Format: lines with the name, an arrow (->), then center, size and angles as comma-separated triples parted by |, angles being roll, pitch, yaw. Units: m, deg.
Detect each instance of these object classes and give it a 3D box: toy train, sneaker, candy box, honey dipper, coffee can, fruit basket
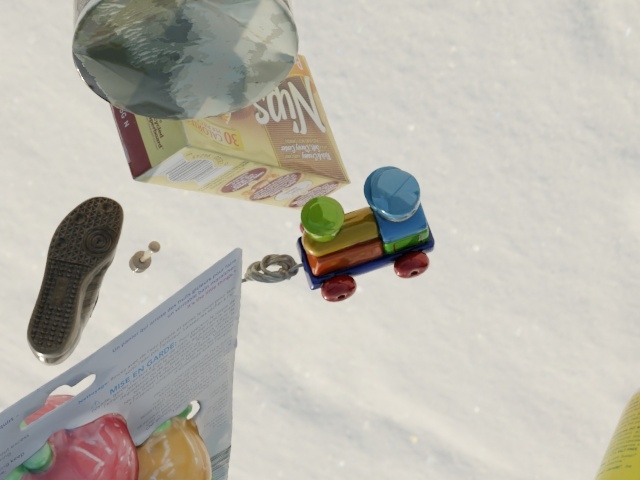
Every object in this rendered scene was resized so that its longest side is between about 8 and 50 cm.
toy train -> 0.000, 0.000, 1.366 | 0.248, 0.105, 0.143 | -18, 157, -2
sneaker -> -0.261, 0.043, 1.311 | 0.066, 0.188, 0.071 | 21, 156, 1
candy box -> -0.105, -0.145, 1.407 | 0.088, 0.182, 0.316 | -28, 161, 27
honey dipper -> -0.255, 0.023, 1.826 | 0.030, 0.030, 0.161 | 34, 163, -10
coffee can -> -0.132, -0.281, 1.161 | 0.202, 0.275, 0.201 | -6, 149, -3
fruit basket -> -0.193, 0.189, 0.940 | 0.165, 0.327, 0.353 | 36, 146, 27

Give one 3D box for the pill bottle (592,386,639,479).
pill bottle -> 0.440, 0.289, 1.521 | 0.188, 0.334, 0.188 | 21, 142, 17
